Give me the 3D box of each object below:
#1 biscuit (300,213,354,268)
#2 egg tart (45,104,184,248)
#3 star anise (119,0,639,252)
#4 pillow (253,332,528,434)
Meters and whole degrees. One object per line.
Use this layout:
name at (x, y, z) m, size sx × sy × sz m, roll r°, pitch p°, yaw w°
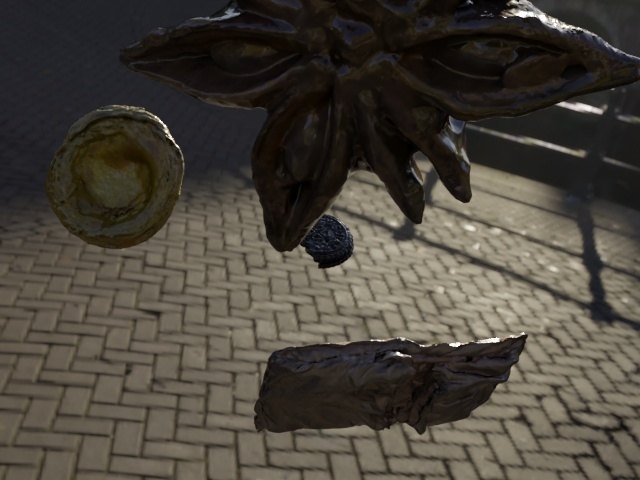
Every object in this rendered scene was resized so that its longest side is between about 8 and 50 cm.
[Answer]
biscuit at (0.000, 0.000, 1.112) m, size 0.087 × 0.027 × 0.089 m, roll 17°, pitch 41°, yaw 14°
egg tart at (-0.391, -0.120, 1.727) m, size 0.288 × 0.288 × 0.118 m, roll 17°, pitch -7°, yaw 8°
star anise at (0.037, -0.136, 0.551) m, size 0.292 × 0.349 × 0.109 m, roll 28°, pitch 31°, yaw -6°
pillow at (0.063, 0.137, 0.812) m, size 0.248 × 0.135 × 0.049 m, roll 0°, pitch 54°, yaw -17°
